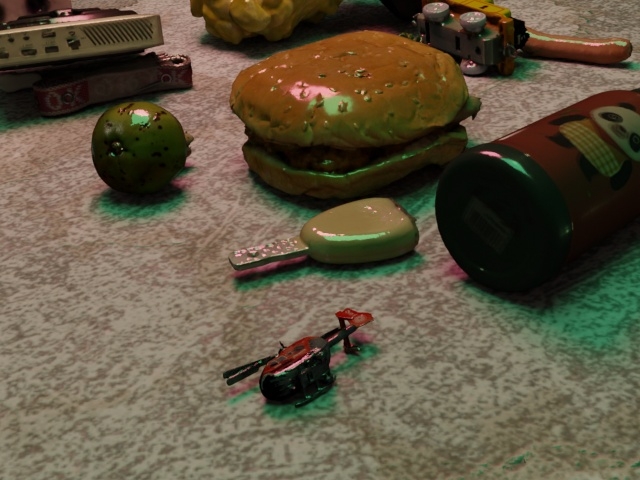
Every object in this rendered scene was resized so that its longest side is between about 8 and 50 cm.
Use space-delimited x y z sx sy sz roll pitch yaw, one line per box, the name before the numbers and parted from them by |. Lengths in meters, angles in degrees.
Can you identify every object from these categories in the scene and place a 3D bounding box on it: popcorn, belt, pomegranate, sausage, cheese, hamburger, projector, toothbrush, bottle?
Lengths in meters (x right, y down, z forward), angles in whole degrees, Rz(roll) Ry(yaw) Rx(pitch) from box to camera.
popcorn | -0.102 -0.447 1.599 0.242 0.235 0.250 38 59 25
belt | -0.303 -0.233 1.412 0.232 0.053 0.071 -16 28 -20
pomegranate | -0.205 -0.110 1.146 0.115 0.114 0.142 11 9 24
sausage | 0.373 -0.293 1.451 0.186 0.043 0.043 14 34 26
cheese | 0.000 0.000 0.986 0.192 0.037 0.097 -13 30 -17
hamburger | 0.041 -0.161 1.163 0.283 0.144 0.260 -21 31 -37
projector | -0.381 -0.303 1.440 0.257 0.079 0.259 -12 13 -17
toothbrush | -0.623 -0.213 1.420 0.418 0.042 0.040 -11 21 -17
bottle | 0.271 -0.074 0.985 0.144 0.143 0.336 24 38 39

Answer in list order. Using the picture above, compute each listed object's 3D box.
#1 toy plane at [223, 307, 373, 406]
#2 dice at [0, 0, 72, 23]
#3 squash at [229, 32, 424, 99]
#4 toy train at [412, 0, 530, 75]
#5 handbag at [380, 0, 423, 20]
toy plane | -0.008 0.097 0.822 0.145 0.037 0.060 -30 29 -32
dice | -0.528 -0.407 1.600 0.192 0.194 0.193 -17 34 -25
squash | 0.025 -0.241 1.376 0.319 0.071 0.080 -19 -6 -20
toy train | 0.232 -0.319 1.459 0.127 0.089 0.219 -29 38 -27
handbag | 0.083 -0.502 1.617 0.093 0.308 0.254 -42 2 6
